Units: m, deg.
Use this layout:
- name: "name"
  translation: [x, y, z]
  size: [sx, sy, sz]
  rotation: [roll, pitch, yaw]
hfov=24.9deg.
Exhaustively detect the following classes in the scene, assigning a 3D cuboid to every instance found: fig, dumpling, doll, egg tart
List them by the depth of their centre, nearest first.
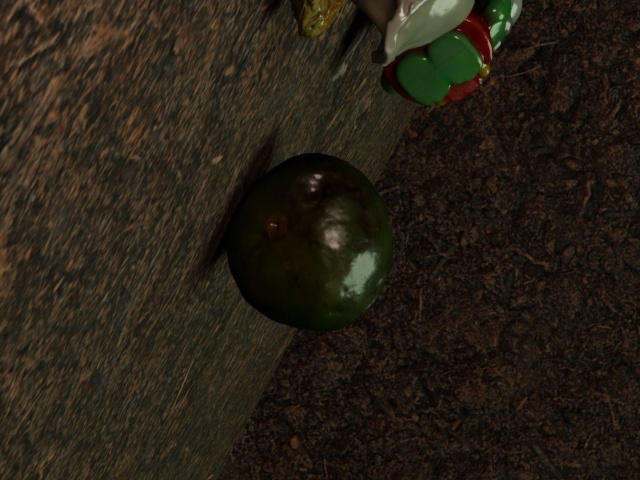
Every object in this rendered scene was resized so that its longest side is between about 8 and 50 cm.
- name: "egg tart"
  translation: [0.007, -0.230, 1.190]
  size: [0.130, 0.052, 0.130]
  rotation: [-59, 174, -10]
- name: "dumpling"
  translation: [0.092, -0.270, 1.435]
  size: [0.162, 0.132, 0.250]
  rotation: [93, 9, -59]
- name: "fig"
  translation: [0.000, 0.000, 1.608]
  size: [0.195, 0.195, 0.245]
  rotation: [-63, 166, 10]
- name: "doll"
  translation: [0.164, -0.299, 1.810]
  size: [0.182, 0.160, 0.363]
  rotation: [-39, -169, 32]
